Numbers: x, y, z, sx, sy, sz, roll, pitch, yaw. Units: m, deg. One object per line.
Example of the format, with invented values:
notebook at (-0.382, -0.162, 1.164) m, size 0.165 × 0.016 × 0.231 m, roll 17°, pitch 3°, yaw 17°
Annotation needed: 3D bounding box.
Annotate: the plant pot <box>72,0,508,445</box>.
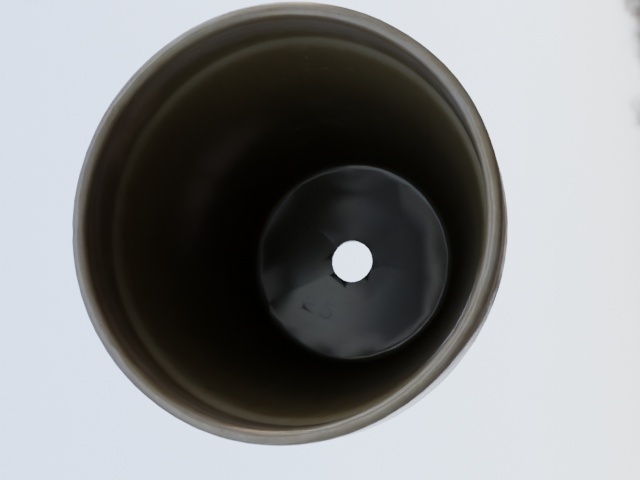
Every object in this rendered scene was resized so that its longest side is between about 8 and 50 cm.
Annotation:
plant pot at (0.000, 0.000, 1.325) m, size 0.280 × 0.323 × 0.323 m, roll 28°, pitch -119°, yaw -76°
